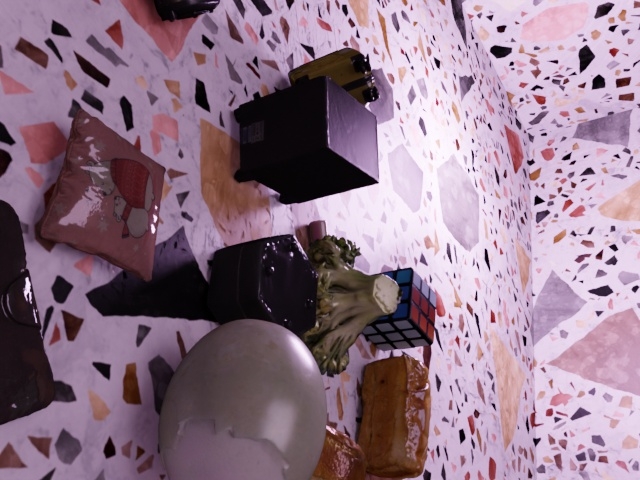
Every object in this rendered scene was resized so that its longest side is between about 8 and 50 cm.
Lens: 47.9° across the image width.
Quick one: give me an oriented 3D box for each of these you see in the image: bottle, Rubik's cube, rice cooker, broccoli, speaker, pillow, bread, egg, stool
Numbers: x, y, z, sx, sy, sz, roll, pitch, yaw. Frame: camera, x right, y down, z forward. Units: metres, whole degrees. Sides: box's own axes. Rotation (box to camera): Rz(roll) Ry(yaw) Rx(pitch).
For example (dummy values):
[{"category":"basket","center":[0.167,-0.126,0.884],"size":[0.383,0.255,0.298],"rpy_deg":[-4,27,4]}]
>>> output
[{"category":"bottle","center":[0.000,0.000,1.760],"size":[0.045,0.045,0.096],"rpy_deg":[4,76,-59]},{"category":"Rubik's cube","center":[0.203,0.184,1.913],"size":[0.163,0.162,0.160],"rpy_deg":[45,44,-41]},{"category":"rice cooker","center":[-0.271,-0.495,1.433],"size":[0.165,0.112,0.106],"rpy_deg":[-46,124,-55]},{"category":"broccoli","center":[0.046,0.136,1.588],"size":[0.248,0.246,0.288],"rpy_deg":[-40,108,-47]},{"category":"speaker","center":[-0.031,-0.212,1.584],"size":[0.232,0.254,0.184],"rpy_deg":[25,58,-53]},{"category":"pillow","center":[-0.340,-0.069,1.174],"size":[0.223,0.084,0.236],"rpy_deg":[38,51,-49]},{"category":"bread","center":[0.188,0.435,1.783],"size":[0.132,0.167,0.294],"rpy_deg":[40,46,-46]},{"category":"egg","center":[-0.129,0.310,1.183],"size":[0.278,0.279,0.336],"rpy_deg":[52,30,-36]},{"category":"bread","center":[0.025,0.475,1.527],"size":[0.260,0.134,0.129],"rpy_deg":[52,39,-36]},{"category":"stool","center":[-0.108,0.099,1.441],"size":[0.232,0.141,0.232],"rpy_deg":[31,52,-52]}]

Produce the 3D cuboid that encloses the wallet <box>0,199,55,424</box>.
[{"category":"wallet","center":[-0.452,0.094,0.965],"size":[0.165,0.042,0.309],"rpy_deg":[-10,87,-58]}]

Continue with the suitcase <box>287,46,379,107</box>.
[{"category":"suitcase","center":[0.031,-0.371,1.759],"size":[0.235,0.194,0.143],"rpy_deg":[-113,-178,-67]}]
